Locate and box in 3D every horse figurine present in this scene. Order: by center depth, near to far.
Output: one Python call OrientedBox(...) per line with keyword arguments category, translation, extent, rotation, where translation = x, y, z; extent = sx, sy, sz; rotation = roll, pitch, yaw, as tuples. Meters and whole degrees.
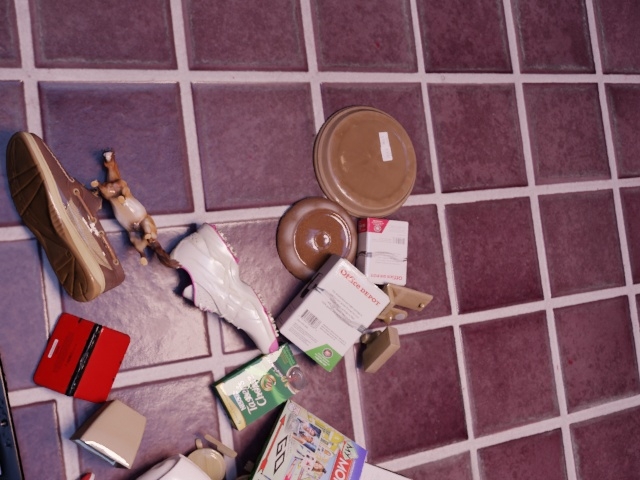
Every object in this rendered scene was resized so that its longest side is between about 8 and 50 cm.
OrientedBox(category="horse figurine", translation=(-0.370, -0.050, 1.305), extent=(0.066, 0.174, 0.263), rotation=(-32, 107, -4))

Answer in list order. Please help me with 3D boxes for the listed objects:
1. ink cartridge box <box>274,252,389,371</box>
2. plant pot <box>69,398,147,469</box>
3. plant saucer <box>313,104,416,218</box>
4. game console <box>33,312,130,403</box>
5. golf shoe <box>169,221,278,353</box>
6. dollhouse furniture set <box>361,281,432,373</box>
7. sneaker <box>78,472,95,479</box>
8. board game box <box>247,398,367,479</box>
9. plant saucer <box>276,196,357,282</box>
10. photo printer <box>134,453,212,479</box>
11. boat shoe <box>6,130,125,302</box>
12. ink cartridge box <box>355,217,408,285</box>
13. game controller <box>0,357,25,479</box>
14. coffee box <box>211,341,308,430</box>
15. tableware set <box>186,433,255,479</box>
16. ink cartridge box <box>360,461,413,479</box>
OrientedBox(category="ink cartridge box", translation=(0.025, 0.154, 1.454), extent=(0.153, 0.087, 0.208), rotation=(42, 88, -14))
OrientedBox(category="plant pot", translation=(-0.395, 0.365, 1.272), extent=(0.109, 0.109, 0.096), rotation=(39, 59, -16))
OrientedBox(category="plant saucer", translation=(0.116, -0.189, 1.584), extent=(0.277, 0.041, 0.278), rotation=(3, 83, -23))
OrientedBox(category="game console", translation=(-0.464, 0.230, 1.300), extent=(0.124, 0.085, 0.144), rotation=(17, 76, 10))
OrientedBox(category="golf shoe", translation=(-0.201, 0.118, 1.386), extent=(0.140, 0.115, 0.306), rotation=(-32, 92, -12))
OrientedBox(category="dollhouse furniture set", translation=(0.179, 0.210, 1.516), extent=(0.123, 0.144, 0.151), rotation=(17, 42, -22))
OrientedBox(category="sneaker", translation=(-0.486, 0.475, 1.251), extent=(0.067, 0.042, 0.118), rotation=(46, 72, -17))
OrientedBox(category="board game box", translation=(-0.035, 0.490, 1.326), extent=(0.213, 0.046, 0.317), rotation=(34, 33, -4))
OrientedBox(category="plant saucer", translation=(0.000, 0.000, 1.507), extent=(0.198, 0.036, 0.199), rotation=(0, 90, -21))
OrientedBox(category="photo printer", translation=(-0.315, 0.583, 1.269), extent=(0.307, 0.107, 0.256), rotation=(-33, 99, -18))
OrientedBox(category="boat shoe", translation=(-0.481, -0.054, 1.280), extent=(0.123, 0.123, 0.342), rotation=(-28, 90, -54))
OrientedBox(category="ink cartridge box", translation=(0.143, 0.028, 1.561), extent=(0.109, 0.063, 0.151), rotation=(6, 84, -23))
OrientedBox(category="game controller", translation=(-0.635, 0.342, 1.185), extent=(0.166, 0.067, 0.319), rotation=(-11, 89, -24))
OrientedBox(category="coffee box", translation=(-0.128, 0.310, 1.426), extent=(0.184, 0.040, 0.113), rotation=(-28, 96, -24))
OrientedBox(category="tableware set", translation=(-0.196, 0.496, 1.379), extent=(0.194, 0.039, 0.128), rotation=(36, 87, -11))
OrientedBox(category="ink cartridge box", translation=(0.088, 0.603, 1.491), extent=(0.208, 0.045, 0.206), rotation=(27, 74, -20))
